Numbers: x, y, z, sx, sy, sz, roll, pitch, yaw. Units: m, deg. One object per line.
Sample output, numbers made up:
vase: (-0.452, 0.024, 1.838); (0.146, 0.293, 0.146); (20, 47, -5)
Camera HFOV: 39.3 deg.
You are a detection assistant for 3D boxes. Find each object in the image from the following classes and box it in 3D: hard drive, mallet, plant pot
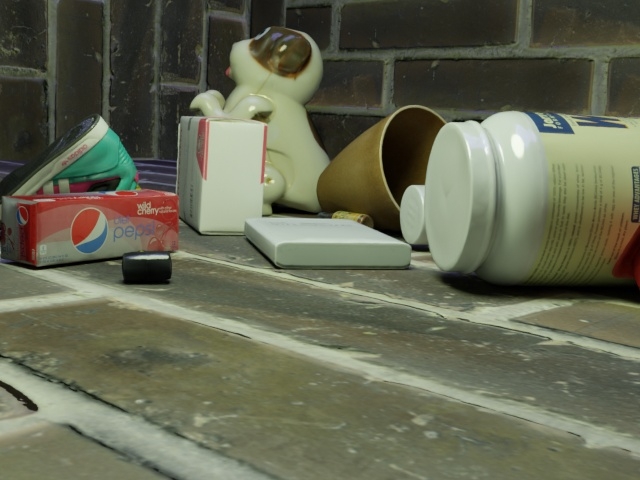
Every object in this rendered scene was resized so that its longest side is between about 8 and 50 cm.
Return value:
hard drive: (0.000, 0.000, 1.433); (0.203, 0.040, 0.307); (1, 8, -13)
mallet: (-0.244, 0.028, 1.195); (0.062, 0.039, 0.189); (-3, 4, -20)
plant pot: (0.116, -0.117, 1.752); (0.237, 0.237, 0.254); (-4, -6, -41)

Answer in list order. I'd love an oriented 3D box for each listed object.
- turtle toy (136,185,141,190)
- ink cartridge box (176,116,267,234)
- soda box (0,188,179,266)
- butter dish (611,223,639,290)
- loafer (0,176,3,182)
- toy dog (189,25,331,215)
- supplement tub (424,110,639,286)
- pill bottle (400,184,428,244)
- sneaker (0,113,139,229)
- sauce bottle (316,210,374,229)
turtle toy: (-0.478, -0.137, 2.173); (0.095, 0.066, 0.130); (0, 8, -17)
ink cartridge box: (-0.194, -0.131, 1.703); (0.117, 0.207, 0.283); (1, 8, -18)
soda box: (-0.324, -0.022, 1.292); (0.083, 0.092, 0.263); (9, 10, 36)
butter dish: (0.448, 0.041, 1.057); (0.159, 0.118, 0.160); (0, -33, -4)
loafer: (-0.752, -0.091, 1.596); (0.365, 0.134, 0.130); (10, 1, -19)
toy dog: (-0.102, -0.267, 1.991); (0.395, 0.408, 0.284); (4, 8, 11)
supplement tub: (0.324, -0.054, 1.216); (0.324, 0.236, 0.235); (1, 8, -11)
pill bottle: (0.257, -0.043, 1.537); (0.221, 0.121, 0.121); (0, 8, -17)
sneaker: (-0.406, -0.056, 1.442); (0.295, 0.178, 0.124); (-32, 29, 18)
sauce bottle: (0.044, -0.035, 1.701); (0.042, 0.042, 0.128); (-5, 9, -44)
